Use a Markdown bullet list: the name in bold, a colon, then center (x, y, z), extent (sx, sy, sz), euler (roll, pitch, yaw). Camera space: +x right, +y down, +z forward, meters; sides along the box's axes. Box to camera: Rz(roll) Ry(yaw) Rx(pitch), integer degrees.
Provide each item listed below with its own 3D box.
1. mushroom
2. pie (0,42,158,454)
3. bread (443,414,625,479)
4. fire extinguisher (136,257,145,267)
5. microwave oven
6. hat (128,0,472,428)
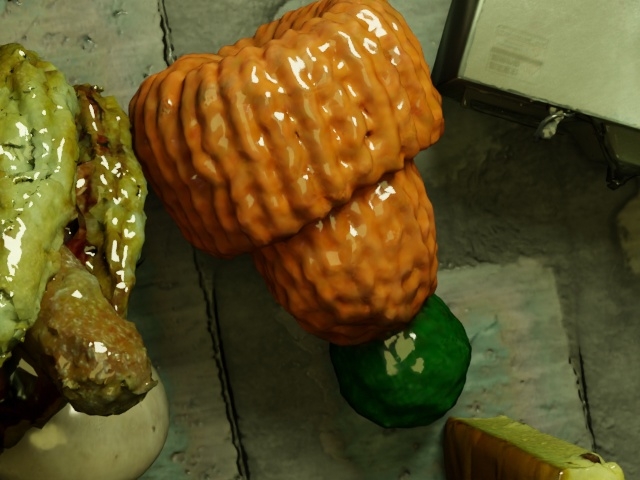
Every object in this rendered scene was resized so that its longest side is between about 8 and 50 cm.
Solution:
- **mushroom**: center (-0.254, 0.162, 1.333), extent (0.209, 0.206, 0.206), euler (-42, 93, 11)
- **pie**: center (-0.333, 0.037, 1.217), extent (0.418, 0.180, 0.395), euler (-27, 52, 25)
- **bread**: center (0.181, 0.235, 1.268), extent (0.077, 0.361, 0.138), euler (-4, 90, -8)
- **fire extinguisher**: center (-0.253, 0.012, 1.397), extent (0.157, 0.045, 0.078), euler (28, 69, -4)
- **microwave oven**: center (0.349, -0.216, 1.320), extent (0.432, 0.236, 0.374), euler (16, 91, -3)
- **hat**: center (0.000, 0.000, 1.300), extent (0.285, 0.285, 0.400), euler (-18, 98, -2)
